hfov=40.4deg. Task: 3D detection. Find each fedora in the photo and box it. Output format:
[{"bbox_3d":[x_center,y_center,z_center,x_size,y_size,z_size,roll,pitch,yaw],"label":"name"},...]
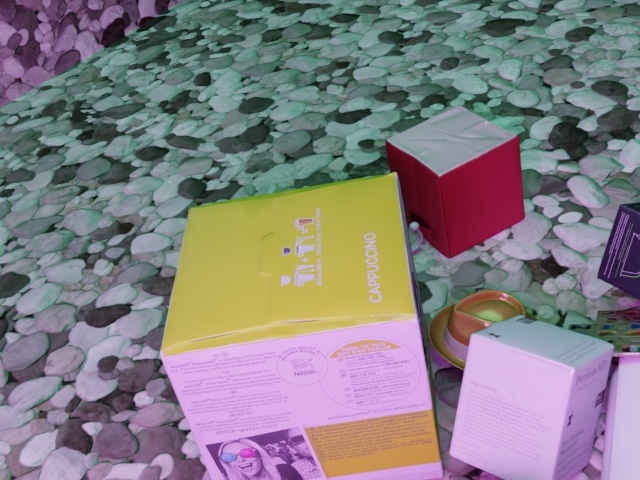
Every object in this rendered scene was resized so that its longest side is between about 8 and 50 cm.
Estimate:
[{"bbox_3d":[0.274,0.135,1.418,0.194,0.079,0.194,-1,36,1],"label":"fedora"}]

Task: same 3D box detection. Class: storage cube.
[{"bbox_3d":[0.262,-0.119,1.678,0.215,0.193,0.183,-27,39,-16],"label":"storage cube"}]

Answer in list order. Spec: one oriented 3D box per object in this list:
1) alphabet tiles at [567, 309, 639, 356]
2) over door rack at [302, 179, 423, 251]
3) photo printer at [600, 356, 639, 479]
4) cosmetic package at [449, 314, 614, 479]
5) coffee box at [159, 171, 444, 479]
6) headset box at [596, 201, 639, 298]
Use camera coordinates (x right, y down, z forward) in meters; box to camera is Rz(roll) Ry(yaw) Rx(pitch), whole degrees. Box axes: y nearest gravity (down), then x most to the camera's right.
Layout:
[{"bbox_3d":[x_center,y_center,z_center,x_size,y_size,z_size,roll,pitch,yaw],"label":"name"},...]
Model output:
[{"bbox_3d":[0.478,0.139,1.326,0.198,0.009,0.237,-4,9,21],"label":"alphabet tiles"},{"bbox_3d":[0.000,0.000,1.676,0.324,0.108,0.239,-28,38,-19],"label":"over door rack"},{"bbox_3d":[0.513,0.268,1.161,0.256,0.107,0.307,3,40,21],"label":"photo printer"},{"bbox_3d":[0.290,0.219,1.194,0.151,0.184,0.151,17,17,35],"label":"cosmetic package"},{"bbox_3d":[-0.013,0.143,1.301,0.338,0.334,0.338,-9,37,6],"label":"coffee box"},{"bbox_3d":[0.624,0.043,1.331,0.246,0.131,0.283,-8,27,-39],"label":"headset box"}]
